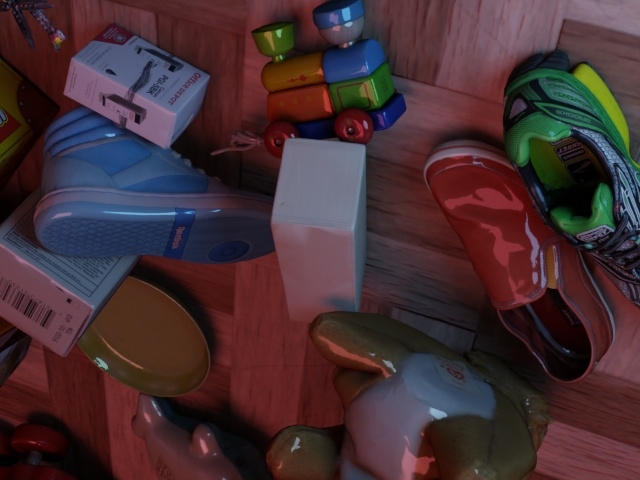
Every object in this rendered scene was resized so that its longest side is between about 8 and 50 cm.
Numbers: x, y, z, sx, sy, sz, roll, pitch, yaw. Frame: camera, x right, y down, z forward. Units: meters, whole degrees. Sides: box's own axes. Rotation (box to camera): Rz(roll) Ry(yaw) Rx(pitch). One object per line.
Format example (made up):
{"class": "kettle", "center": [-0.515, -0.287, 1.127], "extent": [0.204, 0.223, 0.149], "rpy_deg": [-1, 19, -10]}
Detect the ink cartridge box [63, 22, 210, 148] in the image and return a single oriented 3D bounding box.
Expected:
{"class": "ink cartridge box", "center": [-0.209, -0.179, 1.109], "extent": [0.135, 0.099, 0.056], "rpy_deg": [28, 132, 0]}

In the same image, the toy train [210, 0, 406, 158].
{"class": "toy train", "center": [-0.042, -0.171, 1.045], "extent": [0.248, 0.105, 0.143], "rpy_deg": [-6, 114, 28]}

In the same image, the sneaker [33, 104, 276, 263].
{"class": "sneaker", "center": [-0.185, -0.087, 1.167], "extent": [0.318, 0.208, 0.127], "rpy_deg": [5, 145, -27]}

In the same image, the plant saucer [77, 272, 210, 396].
{"class": "plant saucer", "center": [-0.266, 0.133, 1.430], "extent": [0.240, 0.037, 0.241], "rpy_deg": [12, 130, 15]}

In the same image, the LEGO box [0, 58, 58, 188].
{"class": "LEGO box", "center": [-0.593, 0.002, 1.159], "extent": [0.193, 0.500, 0.372], "rpy_deg": [42, 132, -10]}

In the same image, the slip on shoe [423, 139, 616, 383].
{"class": "slip on shoe", "center": [0.225, 0.027, 1.076], "extent": [0.123, 0.101, 0.331], "rpy_deg": [-21, 114, 38]}

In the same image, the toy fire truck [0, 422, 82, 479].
{"class": "toy fire truck", "center": [-0.520, 0.464, 1.747], "extent": [0.302, 0.169, 0.254], "rpy_deg": [-11, 140, 32]}

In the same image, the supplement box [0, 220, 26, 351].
{"class": "supplement box", "center": [-0.457, 0.077, 1.344], "extent": [0.129, 0.191, 0.194], "rpy_deg": [53, 133, 0]}

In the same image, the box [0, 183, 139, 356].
{"class": "box", "center": [-0.304, 0.002, 1.208], "extent": [0.148, 0.232, 0.127], "rpy_deg": [35, 133, -5]}

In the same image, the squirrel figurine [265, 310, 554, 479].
{"class": "squirrel figurine", "center": [0.090, 0.307, 1.170], "extent": [0.281, 0.397, 0.371], "rpy_deg": [39, 111, 30]}

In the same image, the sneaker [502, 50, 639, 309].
{"class": "sneaker", "center": [0.290, -0.019, 0.977], "extent": [0.343, 0.146, 0.134], "rpy_deg": [45, 131, -15]}

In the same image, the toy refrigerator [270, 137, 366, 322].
{"class": "toy refrigerator", "center": [0.000, 0.000, 1.078], "extent": [0.094, 0.102, 0.269], "rpy_deg": [6, 155, 6]}

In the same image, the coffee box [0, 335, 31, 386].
{"class": "coffee box", "center": [-0.547, 0.201, 1.471], "extent": [0.098, 0.246, 0.141], "rpy_deg": [31, 133, -1]}

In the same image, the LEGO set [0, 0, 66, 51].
{"class": "LEGO set", "center": [-0.425, -0.320, 1.030], "extent": [0.331, 0.192, 0.255], "rpy_deg": [0, 126, 24]}

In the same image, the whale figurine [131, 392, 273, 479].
{"class": "whale figurine", "center": [-0.184, 0.342, 1.521], "extent": [0.272, 0.141, 0.216], "rpy_deg": [43, 136, 22]}
